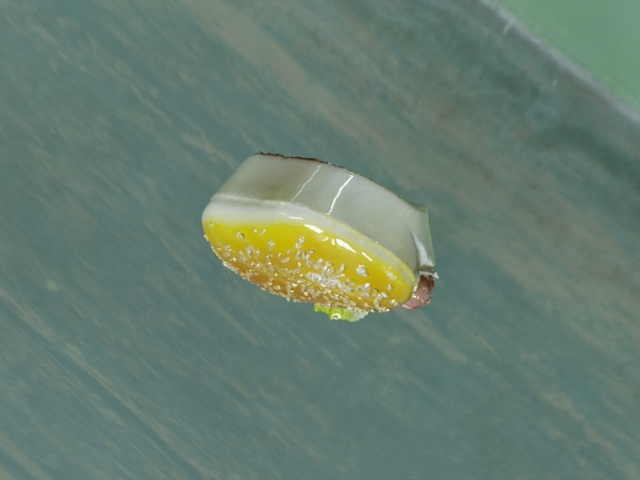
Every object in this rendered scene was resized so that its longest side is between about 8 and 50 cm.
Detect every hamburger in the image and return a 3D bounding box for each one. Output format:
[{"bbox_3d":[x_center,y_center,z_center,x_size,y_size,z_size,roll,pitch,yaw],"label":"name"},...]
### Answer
[{"bbox_3d":[0.000,0.000,0.979,0.210,0.173,0.116,11,81,48],"label":"hamburger"}]
